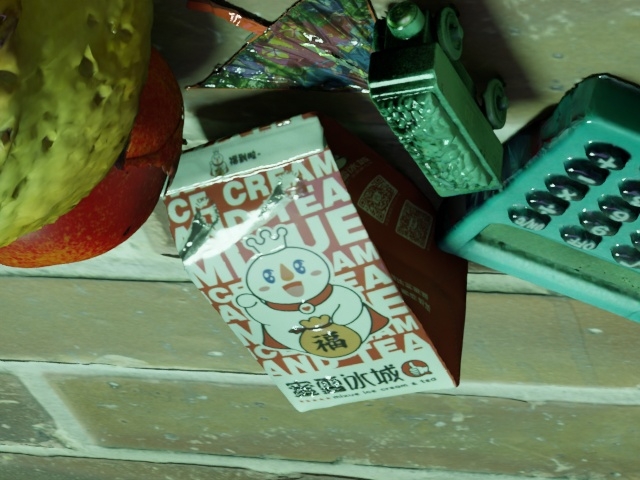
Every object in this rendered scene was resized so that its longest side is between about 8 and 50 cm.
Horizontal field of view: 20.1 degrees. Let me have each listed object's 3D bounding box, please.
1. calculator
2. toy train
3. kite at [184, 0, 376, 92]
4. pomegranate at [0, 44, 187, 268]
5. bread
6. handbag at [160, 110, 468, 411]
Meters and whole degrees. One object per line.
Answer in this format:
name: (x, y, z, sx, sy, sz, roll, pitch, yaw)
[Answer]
calculator: (0.253, -0.019, 1.466, 0.248, 0.058, 0.274, 19, 150, -18)
toy train: (0.087, -0.101, 1.323, 0.070, 0.099, 0.172, -7, 148, 25)
kite: (-0.020, -0.144, 1.374, 0.189, 0.009, 0.232, 22, 150, -22)
pomegranate: (-0.201, -0.082, 1.352, 0.210, 0.210, 0.235, -3, -178, 23)
bread: (-0.278, -0.145, 1.095, 0.398, 0.398, 0.215, -16, -174, 40)
handbag: (0.000, 0.000, 1.510, 0.171, 0.151, 0.298, -11, 136, 23)
